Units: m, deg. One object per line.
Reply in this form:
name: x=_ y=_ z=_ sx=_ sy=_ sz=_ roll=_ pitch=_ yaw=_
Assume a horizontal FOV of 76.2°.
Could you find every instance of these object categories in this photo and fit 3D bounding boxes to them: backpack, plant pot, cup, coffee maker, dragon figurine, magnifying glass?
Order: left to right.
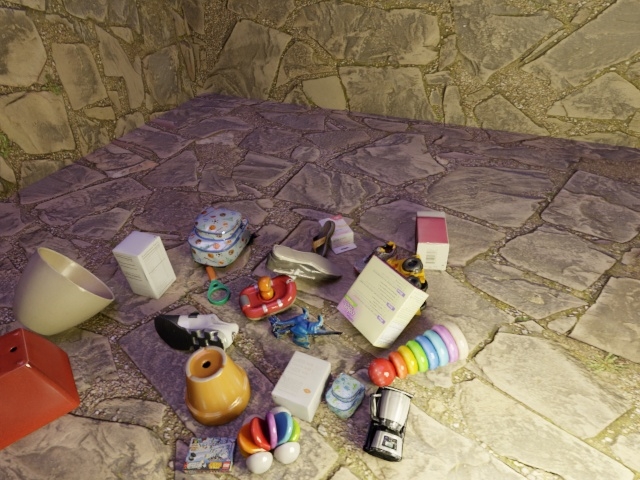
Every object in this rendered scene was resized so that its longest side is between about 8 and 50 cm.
plant pot: x=-0.982 y=0.447 z=1.308 sx=0.267 sy=0.236 sz=0.267 roll=-27 pitch=44 yaw=-25
cup: x=-1.014 y=0.220 z=1.569 sx=0.331 sy=0.331 sz=0.237 roll=31 pitch=77 yaw=35
plant pot: x=-0.336 y=0.439 z=1.284 sx=0.205 sy=0.188 sz=0.205 roll=-3 pitch=39 yaw=2
magnifying glass: x=-0.447 y=0.187 z=1.734 sx=0.092 sy=0.026 sz=0.231 roll=-19 pitch=40 yaw=-16
backpack: x=-0.462 y=-0.012 z=1.845 sx=0.276 sy=0.213 sz=0.264 roll=6 pitch=47 yaw=11
dragon figurine: x=-0.056 y=0.330 z=1.468 sx=0.289 sy=0.085 sz=0.144 roll=21 pitch=48 yaw=34
backpack: x=0.073 y=0.480 z=1.274 sx=0.105 sy=0.084 sz=0.114 roll=21 pitch=48 yaw=31
coffee maker: x=0.198 y=0.529 z=1.169 sx=0.120 sy=0.171 sz=0.178 roll=7 pitch=57 yaw=24

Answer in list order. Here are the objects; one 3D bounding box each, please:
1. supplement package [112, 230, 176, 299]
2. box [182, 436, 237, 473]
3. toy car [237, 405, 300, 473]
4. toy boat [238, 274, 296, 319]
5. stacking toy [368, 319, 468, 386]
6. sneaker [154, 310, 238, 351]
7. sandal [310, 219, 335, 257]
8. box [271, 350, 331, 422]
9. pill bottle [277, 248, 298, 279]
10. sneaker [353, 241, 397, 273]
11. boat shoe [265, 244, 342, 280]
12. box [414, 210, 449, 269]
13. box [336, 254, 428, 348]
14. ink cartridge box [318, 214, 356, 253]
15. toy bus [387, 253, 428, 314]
supplement package: x=-0.723 y=0.102 z=1.693 sx=0.133 sy=0.244 sz=0.139 roll=11 pitch=41 yaw=18
box: x=-0.318 y=0.623 z=1.185 sx=0.136 sy=0.027 sz=0.094 roll=-2 pitch=38 yaw=4
toy car: x=-0.149 y=0.551 z=1.168 sx=0.181 sy=0.136 sz=0.159 roll=-14 pitch=40 yaw=-11
toy boat: x=-0.207 y=0.198 z=1.589 sx=0.230 sy=0.151 sz=0.151 roll=-19 pitch=47 yaw=-16
stacking toy: x=0.310 y=0.387 z=1.346 sx=0.330 sy=0.141 sz=0.141 roll=-22 pitch=42 yaw=-9
sneaker: x=-0.454 y=0.328 z=1.510 sx=0.330 sy=0.123 sz=0.146 roll=10 pitch=24 yaw=19
sandal: x=0.000 y=0.000 z=1.827 sx=0.090 sy=0.060 sz=0.220 roll=12 pitch=73 yaw=46
box: x=-0.056 y=0.462 z=1.303 sx=0.130 sy=0.091 sz=0.170 roll=14 pitch=43 yaw=21
pill bottle: x=-0.132 y=0.115 z=1.739 sx=0.086 sy=0.086 sz=0.152 roll=5 pitch=40 yaw=12
sneaker: x=0.233 y=0.070 z=1.751 sx=0.225 sy=0.093 sz=0.088 roll=-27 pitch=44 yaw=-23
boat shoe: x=-0.070 y=0.108 z=1.675 sx=0.335 sy=0.096 sz=0.112 roll=20 pitch=30 yaw=-29
box: x=0.477 y=-0.003 z=1.769 sx=0.126 sy=0.149 sz=0.232 roll=2 pitch=39 yaw=10
box: x=0.217 y=0.218 z=1.454 sx=0.213 sy=0.117 sz=0.243 roll=40 pitch=98 yaw=41
ink cartridge box: x=0.080 y=-0.031 z=1.909 sx=0.115 sy=0.067 sz=0.198 roll=-18 pitch=41 yaw=-15
toy bus: x=0.302 y=0.174 z=1.591 sx=0.211 sy=0.150 sz=0.220 roll=-5 pitch=40 yaw=21
